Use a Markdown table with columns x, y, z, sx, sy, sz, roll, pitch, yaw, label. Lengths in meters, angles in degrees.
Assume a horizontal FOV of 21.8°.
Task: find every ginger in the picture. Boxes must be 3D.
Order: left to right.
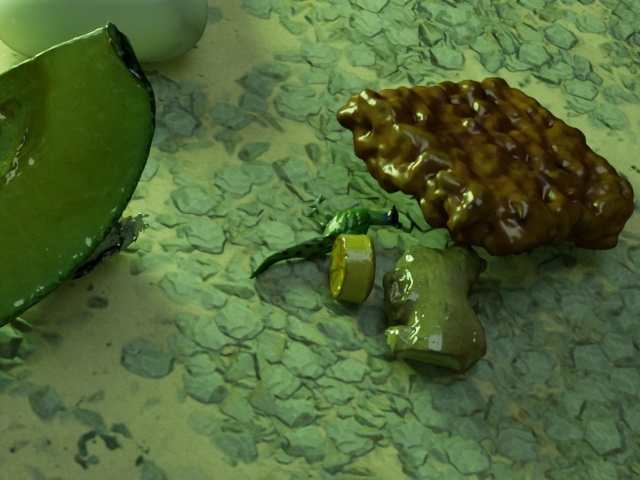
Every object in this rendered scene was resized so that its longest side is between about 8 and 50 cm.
| x | y | z | sx | sy | sz | roll | pitch | yaw | label |
| --- | --- | --- | --- | --- | --- | --- | --- | --- | --- |
| 0.137 | 0.065 | 1.973 | 0.137 | 0.074 | 0.213 | 26 | 47 | -18 | ginger |

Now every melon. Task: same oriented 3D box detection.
| x | y | z | sx | sy | sz | roll | pitch | yaw | label |
| --- | --- | --- | --- | --- | --- | --- | --- | --- | --- |
| -0.337 | -0.083 | 1.793 | 0.344 | 0.226 | 0.331 | -23 | 43 | -8 | melon |

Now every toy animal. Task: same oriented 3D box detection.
| x | y | z | sx | sy | sz | roll | pitch | yaw | label |
| --- | --- | --- | --- | --- | --- | --- | --- | --- | --- |
| -0.007 | -0.013 | 2.025 | 0.217 | 0.041 | 0.075 | -18 | 57 | -26 | toy animal |

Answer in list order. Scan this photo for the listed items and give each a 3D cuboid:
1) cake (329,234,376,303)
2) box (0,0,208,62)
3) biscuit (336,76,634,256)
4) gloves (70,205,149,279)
| x | y | z | sx | sy | sz | roll | pitch | yaw | label |
| --- | --- | --- | --- | --- | --- | --- | --- | --- | --- |
| 0.039 | 0.033 | 1.967 | 0.044 | 0.084 | 0.084 | 3 | 48 | -12 | cake |
| -0.306 | -0.376 | 2.193 | 0.289 | 0.141 | 0.349 | -1 | 49 | -18 | box |
| 0.212 | -0.092 | 2.088 | 0.312 | 0.110 | 0.318 | -9 | 47 | -43 | biscuit |
| -0.280 | -0.007 | 1.909 | 0.153 | 0.070 | 0.114 | -28 | 70 | -29 | gloves |
